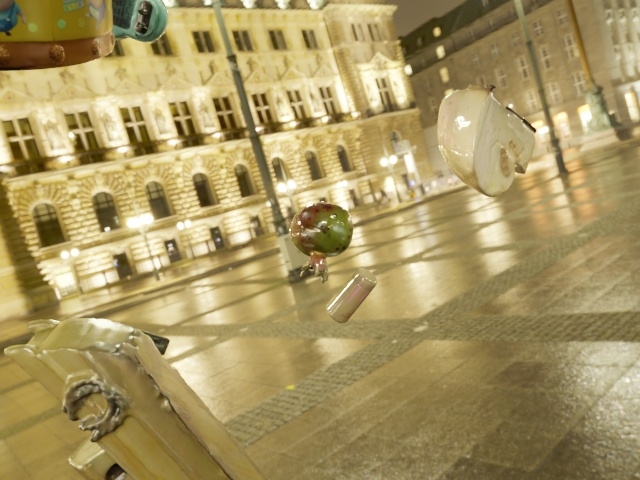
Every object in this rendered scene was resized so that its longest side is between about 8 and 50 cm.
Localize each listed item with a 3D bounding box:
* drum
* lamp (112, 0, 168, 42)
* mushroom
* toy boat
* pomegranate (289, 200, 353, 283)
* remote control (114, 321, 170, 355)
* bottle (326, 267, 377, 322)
[{"bbox_3d":[-0.574,-0.449,0.889,0.430,0.214,0.431,6,31,-3],"label":"drum"},{"bbox_3d":[-0.574,-0.671,1.486,0.283,0.210,0.147,26,24,6],"label":"lamp"},{"bbox_3d":[0.305,-0.185,1.052,0.236,0.173,0.162,20,2,-42],"label":"mushroom"},{"bbox_3d":[-0.201,0.269,0.647,0.162,0.446,0.136,-32,17,5],"label":"toy boat"},{"bbox_3d":[-0.004,-0.001,1.040,0.129,0.159,0.129,26,-1,1],"label":"pomegranate"},{"bbox_3d":[-0.282,0.150,0.815,0.091,0.034,0.016,21,-43,-10],"label":"remote control"},{"bbox_3d":[0.053,0.092,0.869,0.096,0.045,0.045,-52,-12,23],"label":"bottle"}]
